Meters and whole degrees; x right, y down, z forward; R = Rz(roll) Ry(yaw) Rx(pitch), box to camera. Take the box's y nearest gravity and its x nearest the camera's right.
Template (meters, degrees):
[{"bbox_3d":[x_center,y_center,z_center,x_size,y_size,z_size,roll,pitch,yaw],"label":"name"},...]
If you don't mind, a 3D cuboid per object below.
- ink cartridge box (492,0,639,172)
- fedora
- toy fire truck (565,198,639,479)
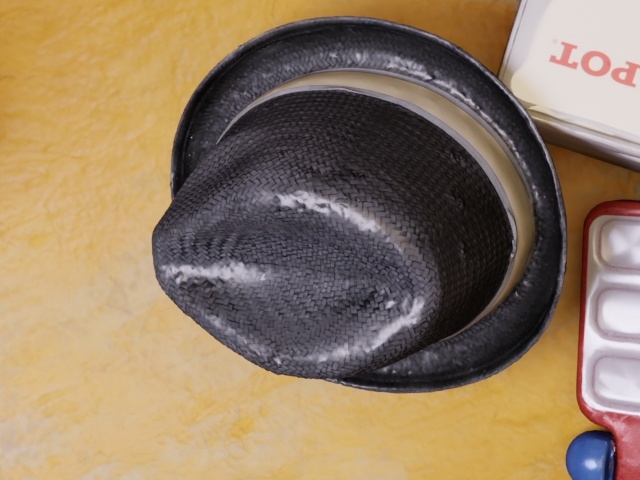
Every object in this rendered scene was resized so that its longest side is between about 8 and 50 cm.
[{"bbox_3d":[0.316,-0.235,0.879,0.285,0.166,0.395,18,91,5],"label":"ink cartridge box"},{"bbox_3d":[0.000,0.000,0.843,0.334,0.152,0.334,11,115,25],"label":"fedora"},{"bbox_3d":[0.315,0.126,0.889,0.253,0.169,0.302,6,101,30],"label":"toy fire truck"}]
